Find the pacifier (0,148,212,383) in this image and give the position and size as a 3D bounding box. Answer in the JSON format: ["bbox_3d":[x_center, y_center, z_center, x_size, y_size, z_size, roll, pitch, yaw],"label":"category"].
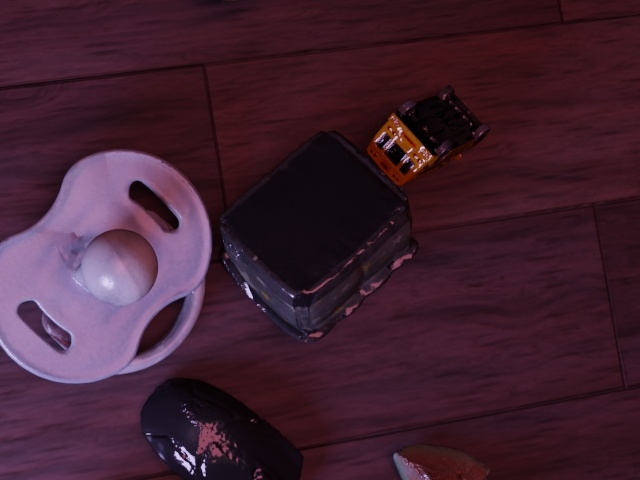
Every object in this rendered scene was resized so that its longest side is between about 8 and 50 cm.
[{"bbox_3d":[-0.237,0.039,1.717,0.244,0.233,0.299,43,78,-10],"label":"pacifier"}]

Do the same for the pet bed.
[{"bbox_3d":[0.000,0.000,1.830,0.211,0.159,0.183,-42,70,-15],"label":"pet bed"}]

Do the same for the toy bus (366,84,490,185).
[{"bbox_3d":[0.137,-0.131,1.875,0.083,0.194,0.088,49,119,9],"label":"toy bus"}]

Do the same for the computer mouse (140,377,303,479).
[{"bbox_3d":[-0.120,0.255,1.809,0.217,0.073,0.122,41,77,-9],"label":"computer mouse"}]

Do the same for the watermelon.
[{"bbox_3d":[0.162,0.307,1.882,0.155,0.080,0.101,30,69,6],"label":"watermelon"}]
